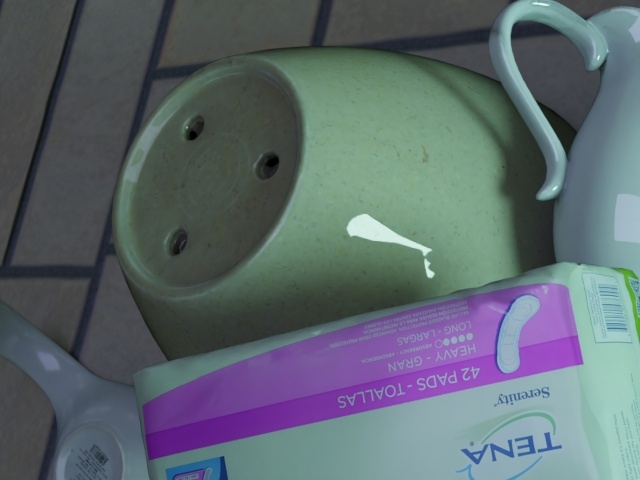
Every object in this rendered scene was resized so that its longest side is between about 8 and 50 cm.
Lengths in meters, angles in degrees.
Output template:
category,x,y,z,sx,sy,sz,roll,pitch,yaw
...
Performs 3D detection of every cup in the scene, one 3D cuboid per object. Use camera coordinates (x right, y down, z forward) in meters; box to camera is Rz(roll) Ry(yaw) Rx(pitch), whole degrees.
category,x,y,z,sx,sy,sz,roll,pitch,yaw
cup,0.000,0.000,1.062,0.331,0.237,0.331,-18,60,33

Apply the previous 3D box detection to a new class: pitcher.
category,x,y,z,sx,sy,sz,roll,pitch,yaw
pitcher,0.185,-0.050,0.977,0.125,0.178,0.207,119,159,-65

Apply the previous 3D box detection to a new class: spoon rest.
category,x,y,z,sx,sy,sz,roll,pitch,yaw
spoon rest,-0.199,0.148,1.286,0.276,0.084,0.137,44,102,30

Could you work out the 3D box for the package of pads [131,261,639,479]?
category,x,y,z,sx,sy,sz,roll,pitch,yaw
package of pads,0.047,0.155,0.858,0.296,0.101,0.229,-16,76,28
